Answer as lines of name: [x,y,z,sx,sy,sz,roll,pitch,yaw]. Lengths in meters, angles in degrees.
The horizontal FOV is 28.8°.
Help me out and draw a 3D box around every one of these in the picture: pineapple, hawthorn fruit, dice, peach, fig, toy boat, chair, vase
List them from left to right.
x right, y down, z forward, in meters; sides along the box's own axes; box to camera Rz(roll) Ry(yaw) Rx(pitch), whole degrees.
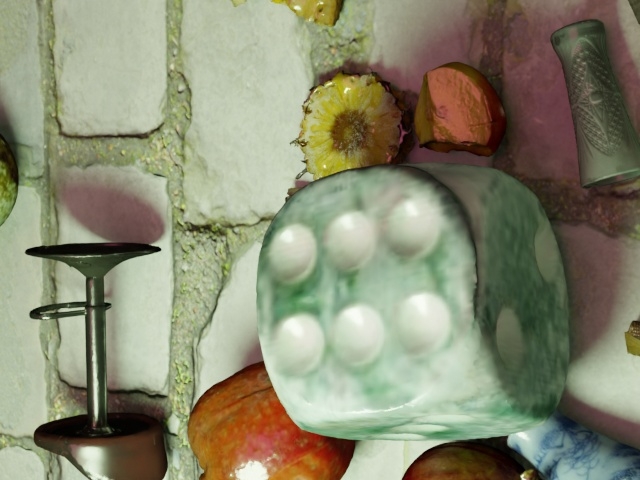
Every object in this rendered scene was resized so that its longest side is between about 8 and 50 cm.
chair: [-0.372,0.208,2.074,0.226,0.226,0.401,1,95,29]
hawthorn fruit: [-0.075,0.302,1.907,0.258,0.258,0.262,35,98,22]
pineapple: [0.049,-0.161,1.911,0.221,0.047,0.221,-1,88,30]
dice: [0.129,0.092,1.676,0.328,0.348,0.330,-10,71,30]
peach: [0.203,-0.187,1.782,0.151,0.118,0.151,176,90,-68]
fig: [0.241,0.367,1.764,0.249,0.186,0.203,-28,106,28]
vase: [0.376,-0.188,1.701,0.096,0.096,0.219,-17,83,29]
toy boat: [0.486,0.144,1.687,0.149,0.047,0.049,11,99,29]

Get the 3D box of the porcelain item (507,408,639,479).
porcelain item: [0.382,0.329,1.716,0.259,0.141,0.141,35,110,31]

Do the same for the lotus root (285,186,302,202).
lotus root: [0.002,-0.001,1.929,0.135,0.095,0.159,2,55,20]

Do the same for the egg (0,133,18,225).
egg: [-0.662,-0.122,2.202,0.238,0.238,0.289,-49,49,23]

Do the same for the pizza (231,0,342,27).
pizza: [-0.159,-0.509,1.952,0.406,0.130,0.440,-13,87,27]

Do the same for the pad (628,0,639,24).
pad: [0.511,-0.322,1.602,0.250,0.055,0.323,-28,59,37]
